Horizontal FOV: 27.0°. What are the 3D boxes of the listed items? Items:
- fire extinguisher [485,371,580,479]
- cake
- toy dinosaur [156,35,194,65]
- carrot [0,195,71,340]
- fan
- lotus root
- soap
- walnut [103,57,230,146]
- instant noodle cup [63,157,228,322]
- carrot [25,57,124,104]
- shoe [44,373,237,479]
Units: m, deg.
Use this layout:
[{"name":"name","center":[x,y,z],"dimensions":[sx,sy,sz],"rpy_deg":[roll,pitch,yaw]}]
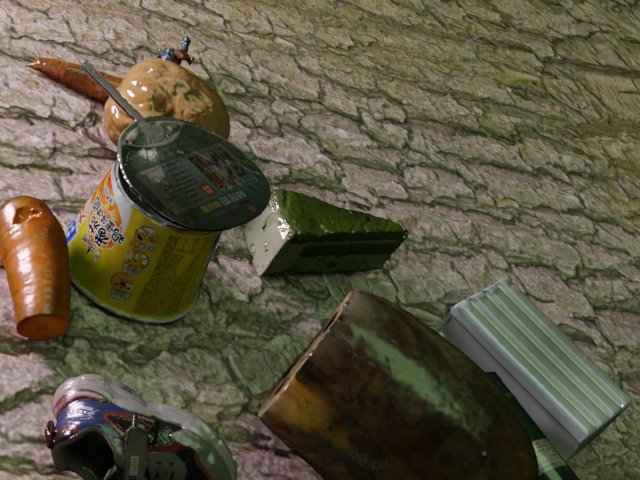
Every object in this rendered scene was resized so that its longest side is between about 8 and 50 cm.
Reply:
[{"name":"fire extinguisher","center":[0.284,0.315,1.772],"dimensions":[0.118,0.093,0.294],"rpy_deg":[-25,62,-23]},{"name":"cake","center":[0.017,0.013,1.911],"dimensions":[0.235,0.100,0.099],"rpy_deg":[15,40,-25]},{"name":"toy dinosaur","center":[-0.235,-0.280,2.110],"dimensions":[0.055,0.049,0.154],"rpy_deg":[28,39,-3]},{"name":"carrot","center":[-0.342,0.031,1.612],"dimensions":[0.087,0.087,0.193],"rpy_deg":[5,46,-36]},{"name":"fan","center":[-0.173,-0.116,1.725],"dimensions":[0.223,0.012,0.294],"rpy_deg":[5,44,-36]},{"name":"lotus root","center":[0.108,0.233,1.611],"dimensions":[0.346,0.250,0.250],"rpy_deg":[43,35,5]},{"name":"soap","center":[0.306,0.188,1.944],"dimensions":[0.265,0.087,0.160],"rpy_deg":[46,36,17]},{"name":"walnut","center":[-0.214,-0.167,1.893],"dimensions":[0.184,0.155,0.155],"rpy_deg":[36,34,-2]},{"name":"instant noodle cup","center":[-0.215,-0.013,1.708],"dimensions":[0.205,0.153,0.205],"rpy_deg":[22,37,-18]},{"name":"carrot","center":[-0.324,-0.231,1.977],"dimensions":[0.224,0.057,0.057],"rpy_deg":[20,36,-14]},{"name":"shoe","center":[-0.201,0.237,1.451],"dimensions":[0.227,0.099,0.125],"rpy_deg":[27,26,-1]}]
